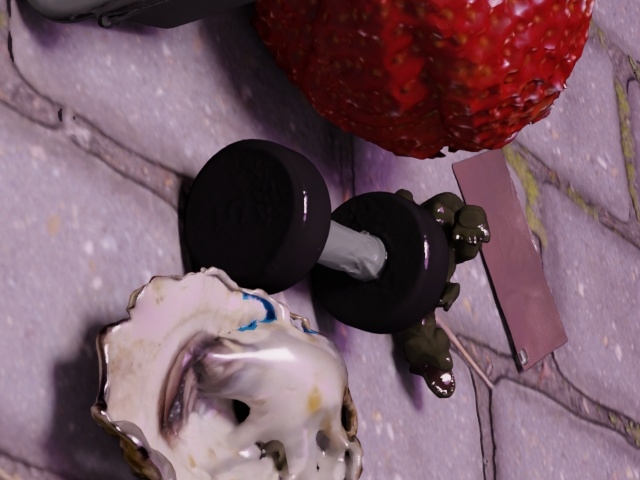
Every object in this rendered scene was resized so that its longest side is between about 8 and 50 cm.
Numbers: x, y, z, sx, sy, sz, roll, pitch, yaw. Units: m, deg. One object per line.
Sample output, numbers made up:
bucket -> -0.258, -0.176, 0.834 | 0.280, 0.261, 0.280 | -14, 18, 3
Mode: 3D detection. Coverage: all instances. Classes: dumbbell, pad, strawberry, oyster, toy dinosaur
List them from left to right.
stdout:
oyster -> -0.057, 0.111, 1.094 | 0.223, 0.083, 0.214 | 53, 31, -22
dumbbell -> 0.000, 0.000, 1.227 | 0.191, 0.100, 0.100 | 22, 57, -55
strawberry -> 0.065, -0.187, 1.275 | 0.288, 0.250, 0.238 | 58, 26, -77
toy dinosaur -> 0.079, 0.035, 1.432 | 0.179, 0.087, 0.187 | 97, 8, -69
pad -> 0.166, 0.014, 1.602 | 0.113, 0.006, 0.188 | -22, 94, -60

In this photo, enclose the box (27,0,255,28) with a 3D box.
box -> -0.101, -0.246, 1.133 | 0.135, 0.163, 0.243 | 12, 63, -67
